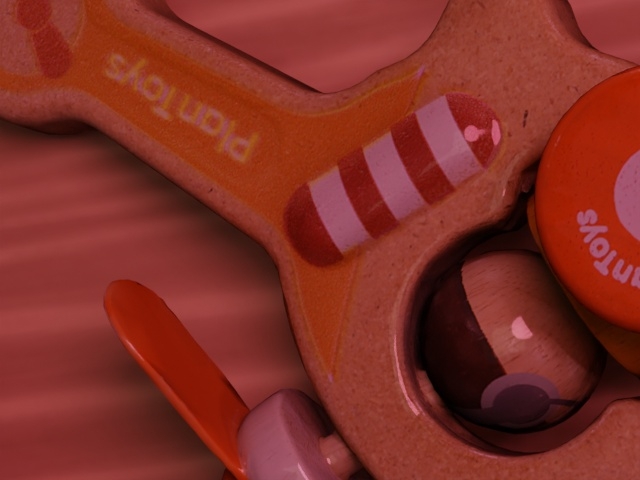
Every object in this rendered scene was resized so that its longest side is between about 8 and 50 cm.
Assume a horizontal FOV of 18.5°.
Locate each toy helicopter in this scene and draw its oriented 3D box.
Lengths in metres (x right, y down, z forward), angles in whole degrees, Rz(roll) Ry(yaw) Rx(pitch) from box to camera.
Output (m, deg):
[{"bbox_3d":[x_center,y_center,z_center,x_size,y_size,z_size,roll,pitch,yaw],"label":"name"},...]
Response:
[{"bbox_3d":[0.000,0.000,0.693,0.355,0.140,0.235,31,100,22],"label":"toy helicopter"}]
